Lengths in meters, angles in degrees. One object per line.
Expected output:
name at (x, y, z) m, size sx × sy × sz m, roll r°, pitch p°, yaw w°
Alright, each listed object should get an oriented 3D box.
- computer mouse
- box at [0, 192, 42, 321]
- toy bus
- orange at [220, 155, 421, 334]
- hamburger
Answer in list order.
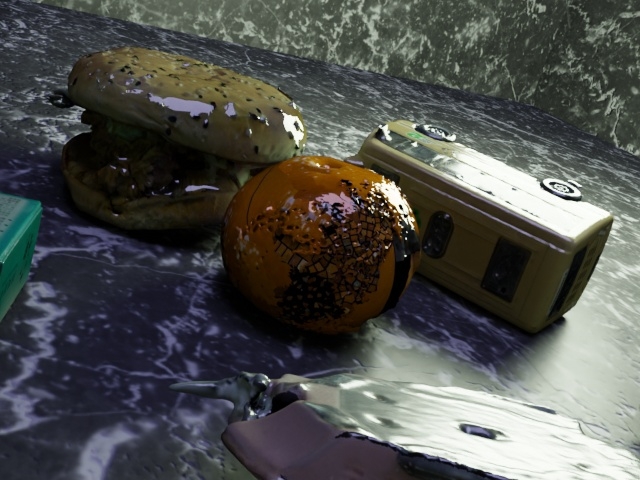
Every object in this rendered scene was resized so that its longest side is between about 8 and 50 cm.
computer mouse at (0.070, 0.178, 0.611) m, size 0.388 × 0.115 × 0.199 m, roll 11°, pitch 3°, yaw 2°
box at (-0.391, 0.001, 0.736) m, size 0.244 × 0.092 × 0.153 m, roll 15°, pitch 19°, yaw -9°
toy bus at (0.200, -0.032, 1.175) m, size 0.365 × 0.177 × 0.201 m, roll 29°, pitch 29°, yaw 26°
orange at (0.000, 0.000, 0.942) m, size 0.234 × 0.182 × 0.234 m, roll 3°, pitch 25°, yaw -1°
hamburger at (-0.201, -0.133, 1.096) m, size 0.318 × 0.195 × 0.276 m, roll 29°, pitch 21°, yaw 35°
